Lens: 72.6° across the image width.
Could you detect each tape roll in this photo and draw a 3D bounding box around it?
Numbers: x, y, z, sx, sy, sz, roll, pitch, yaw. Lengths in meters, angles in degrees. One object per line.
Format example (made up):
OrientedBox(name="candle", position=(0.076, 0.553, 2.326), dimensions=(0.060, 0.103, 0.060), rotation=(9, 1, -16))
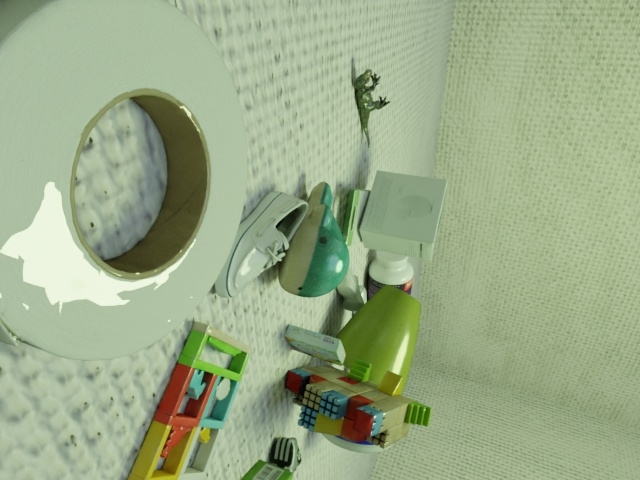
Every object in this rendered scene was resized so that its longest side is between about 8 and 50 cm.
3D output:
OrientedBox(name="tape roll", position=(-0.213, -0.063, 0.488), dimensions=(0.392, 0.071, 0.393), rotation=(12, 90, -70))

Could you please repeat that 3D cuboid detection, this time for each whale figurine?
OrientedBox(name="whale figurine", position=(0.000, 0.000, 0.962), dimensions=(0.216, 0.141, 0.272), rotation=(115, -10, -50))

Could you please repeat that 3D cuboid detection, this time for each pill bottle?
OrientedBox(name="pill bottle", position=(0.283, 0.188, 1.784), dimensions=(0.181, 0.181, 0.323), rotation=(-50, 146, -52))

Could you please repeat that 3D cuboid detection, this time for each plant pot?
OrientedBox(name="plant pot", position=(0.202, 0.306, 1.412), dimensions=(0.294, 0.274, 0.275), rotation=(-59, 156, -11))

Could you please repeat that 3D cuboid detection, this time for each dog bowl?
OrientedBox(name="dog bowl", position=(0.133, 0.609, 1.497), dimensions=(0.265, 0.264, 0.104), rotation=(-6, 104, -69))

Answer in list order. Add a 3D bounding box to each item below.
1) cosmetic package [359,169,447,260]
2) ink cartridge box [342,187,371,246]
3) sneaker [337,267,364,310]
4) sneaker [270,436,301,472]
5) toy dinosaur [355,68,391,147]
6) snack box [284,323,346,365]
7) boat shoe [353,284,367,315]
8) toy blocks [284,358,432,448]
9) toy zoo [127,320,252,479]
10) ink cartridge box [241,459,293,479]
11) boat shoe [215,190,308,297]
OrientedBox(name="cosmetic package", position=(0.263, -0.080, 1.370), dimensions=(0.138, 0.224, 0.224), rotation=(67, 38, -62))
OrientedBox(name="ink cartridge box", position=(0.102, -0.074, 1.338), dimensions=(0.235, 0.056, 0.171), rotation=(-12, 112, -68))
OrientedBox(name="sneaker", position=(0.110, 0.167, 1.478), dimensions=(0.212, 0.080, 0.094), rotation=(71, 24, -52))
OrientedBox(name="sneaker", position=(-0.096, 0.647, 1.173), dimensions=(0.132, 0.086, 0.229), rotation=(47, 56, -68))
OrientedBox(name="toy dinosaur", position=(0.148, -0.408, 1.273), dimensions=(0.118, 0.064, 0.268), rotation=(-53, 152, -21))
OrientedBox(name="snack box", position=(-0.012, 0.264, 1.099), dimensions=(0.100, 0.141, 0.037), rotation=(73, 35, -52))
OrientedBox(name="boat shoe", position=(0.169, 0.278, 1.683), dimensions=(0.083, 0.075, 0.227), rotation=(-47, 143, -55))
OrientedBox(name="toy blocks", position=(0.053, 0.421, 1.119), dimensions=(0.260, 0.381, 0.191), rotation=(16, 87, -55))
OrientedBox(name="toy zoo", position=(-0.215, 0.303, 0.741), dimensions=(0.192, 0.030, 0.294), rotation=(60, 45, -61))
OrientedBox(name="ink cartridge box", position=(-0.160, 0.683, 1.004), dimensions=(0.188, 0.096, 0.256), rotation=(-10, 109, -68))
OrientedBox(name="boat shoe", position=(-0.101, 0.001, 0.800), dimensions=(0.095, 0.084, 0.258), rotation=(78, 31, -48))
